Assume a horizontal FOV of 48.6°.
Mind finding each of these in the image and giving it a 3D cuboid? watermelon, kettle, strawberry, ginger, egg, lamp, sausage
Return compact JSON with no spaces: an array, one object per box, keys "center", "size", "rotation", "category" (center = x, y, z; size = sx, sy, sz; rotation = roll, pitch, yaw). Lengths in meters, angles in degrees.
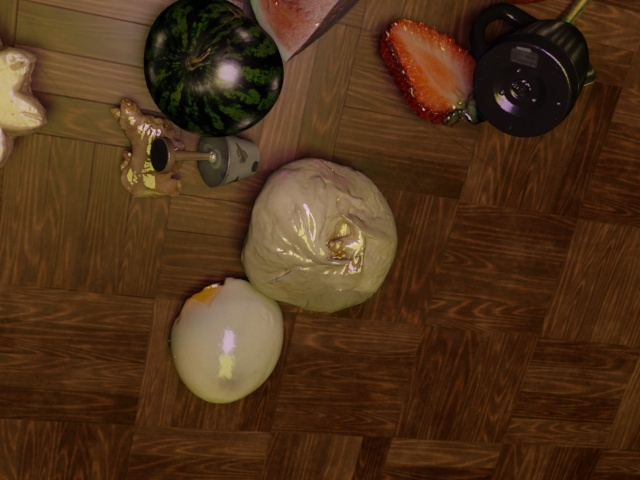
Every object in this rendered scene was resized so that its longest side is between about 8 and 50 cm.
[{"center":[-0.205,-0.323,1.334],"size":[0.269,0.269,0.268],"rotation":[-5,111,-12],"category":"watermelon"},{"center":[0.445,-0.367,1.481],"size":[0.271,0.251,0.207],"rotation":[-43,137,-39],"category":"kettle"},{"center":[0.238,-0.349,1.523],"size":[0.286,0.106,0.188],"rotation":[42,73,-11],"category":"strawberry"},{"center":[-0.346,-0.186,1.450],"size":[0.138,0.074,0.213],"rotation":[-10,107,-21],"category":"ginger"},{"center":[-0.195,0.240,1.589],"size":[0.264,0.174,0.286],"rotation":[24,99,-25],"category":"egg"},{"center":[-0.231,-0.166,1.432],"size":[0.215,0.121,0.121],"rotation":[-6,114,-43],"category":"lamp"},{"center":[0.008,-0.553,1.338],"size":[0.222,0.319,0.292],"rotation":[41,54,-7],"category":"watermelon"},{"center":[0.523,-0.460,1.586],"size":[0.033,0.033,0.269],"rotation":[38,97,-23],"category":"sausage"}]

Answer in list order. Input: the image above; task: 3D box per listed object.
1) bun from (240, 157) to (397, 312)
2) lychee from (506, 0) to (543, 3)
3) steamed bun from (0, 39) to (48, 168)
[{"center":[0.000,0.000,1.527],"size":[0.362,0.213,0.360],"rotation":[-5,109,-14],"category":"bun"},{"center":[0.415,-0.600,1.405],"size":[0.300,0.255,0.255],"rotation":[-11,117,-47],"category":"lychee"},{"center":[-0.651,-0.269,1.309],"size":[0.293,0.137,0.295],"rotation":[7,102,-15],"category":"steamed bun"}]
